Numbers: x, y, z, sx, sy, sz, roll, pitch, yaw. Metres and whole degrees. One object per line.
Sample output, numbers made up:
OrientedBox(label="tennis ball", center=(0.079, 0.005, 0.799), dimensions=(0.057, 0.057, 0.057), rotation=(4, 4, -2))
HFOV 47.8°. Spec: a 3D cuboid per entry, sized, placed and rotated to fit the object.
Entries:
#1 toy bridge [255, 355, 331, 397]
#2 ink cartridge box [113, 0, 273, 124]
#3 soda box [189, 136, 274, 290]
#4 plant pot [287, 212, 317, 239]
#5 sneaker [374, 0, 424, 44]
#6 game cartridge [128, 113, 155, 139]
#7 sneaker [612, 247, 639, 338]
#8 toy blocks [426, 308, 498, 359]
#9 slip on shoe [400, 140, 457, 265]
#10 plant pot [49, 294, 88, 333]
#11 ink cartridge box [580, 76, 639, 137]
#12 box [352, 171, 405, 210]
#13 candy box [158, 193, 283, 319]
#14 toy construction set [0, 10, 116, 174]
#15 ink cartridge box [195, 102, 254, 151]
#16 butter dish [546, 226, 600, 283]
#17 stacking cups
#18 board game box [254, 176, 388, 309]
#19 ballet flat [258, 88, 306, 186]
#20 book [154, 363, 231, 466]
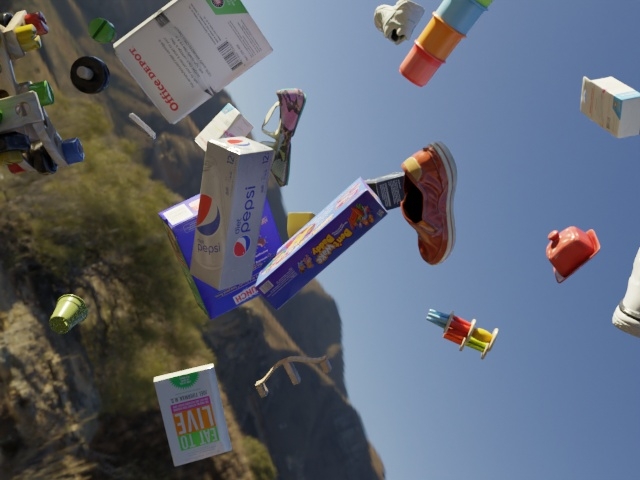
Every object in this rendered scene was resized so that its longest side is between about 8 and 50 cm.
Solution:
OrientedBox(label="toy bridge", center=(-0.066, 0.299, 1.656), dimensions=(0.063, 0.188, 0.026), rotation=(64, 14, -11))
OrientedBox(label="ink cartridge box", center=(-0.288, -0.434, 1.622), dimensions=(0.211, 0.289, 0.121), rotation=(55, -2, -25))
OrientedBox(label="soda box", center=(-0.177, -0.053, 1.411), dimensions=(0.091, 0.098, 0.286), rotation=(26, -63, 31))
OrientedBox(label="plant pot", center=(-0.045, -0.026, 2.011), dimensions=(0.081, 0.081, 0.083), rotation=(30, 67, -53))
OrientedBox(label="sneaker", center=(0.121, -0.361, 1.212), dimensions=(0.152, 0.053, 0.061), rotation=(-148, -103, -72))
OrientedBox(label="game cartridge", center=(-0.463, -0.297, 1.881), dimensions=(0.083, 0.017, 0.056), rotation=(42, -5, -9))
OrientedBox(label="sneaker", center=(0.773, 0.104, 1.601), dimensions=(0.137, 0.365, 0.210), rotation=(25, -76, 35))
OrientedBox(label="toy blocks", center=(0.298, 0.197, 1.560), dimensions=(0.123, 0.148, 0.054), rotation=(89, 24, -67))
OrientedBox(label="slip on shoe", center=(0.212, -0.062, 1.470), dimensions=(0.331, 0.101, 0.123), rotation=(79, -15, -53))
OrientedBox(label="plant pot", center=(-0.630, 0.189, 1.787), dimensions=(0.079, 0.083, 0.083), rotation=(-77, 155, -65))
OrientedBox(label="ink cartridge box", center=(0.730, -0.343, 1.818), dimensions=(0.181, 0.061, 0.104), rotation=(-113, -167, -56))
OrientedBox(label="box", center=(0.204, -0.148, 2.173), dimensions=(0.156, 0.158, 0.093), rotation=(7, -69, 65))
OrientedBox(label="candy box", center=(-0.250, 0.018, 1.964), dimensions=(0.122, 0.268, 0.317), rotation=(40, -28, 53))
OrientedBox(label="toy construction set", center=(-0.484, -0.223, 1.023), dimensions=(0.237, 0.308, 0.258), rotation=(-89, -170, -82))
OrientedBox(label="ink cartridge box", center=(-0.231, -0.255, 1.724), dimensions=(0.052, 0.122, 0.088), rotation=(44, 1, -40))
OrientedBox(label="butter dish", center=(0.712, 0.018, 2.098), dimensions=(0.118, 0.160, 0.160), rotation=(40, 25, -8))
OrientedBox(label="stacking cups", center=(0.265, -0.436, 1.367), dimensions=(0.316, 0.096, 0.096), rotation=(-52, -136, 28))
OrientedBox(label="board game box", center=(0.000, 0.000, 1.766), dimensions=(0.078, 0.347, 0.233), rotation=(47, 8, -9))
OrientedBox(label="ballet flat", center=(-0.088, -0.217, 1.511), dimensions=(0.077, 0.079, 0.222), rotation=(-103, -158, -55))
OrientedBox(label="book", center=(-0.203, 0.278, 1.160), dimensions=(0.035, 0.096, 0.144), rotation=(-140, -142, -78))
